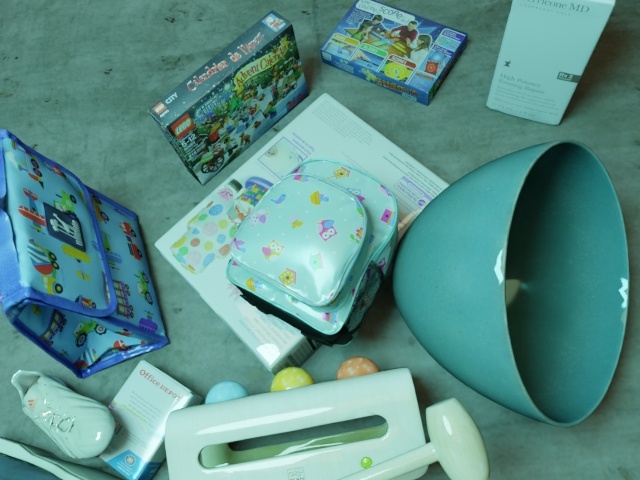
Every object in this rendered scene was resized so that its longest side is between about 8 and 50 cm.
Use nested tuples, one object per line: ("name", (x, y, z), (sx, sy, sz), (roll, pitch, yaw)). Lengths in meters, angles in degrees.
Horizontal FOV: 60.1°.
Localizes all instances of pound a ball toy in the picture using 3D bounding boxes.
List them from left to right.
("pound a ball toy", (-0.005, 0.200, 0.595), (0.318, 0.208, 0.136), (-12, 76, 3))

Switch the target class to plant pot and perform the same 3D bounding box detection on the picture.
("plant pot", (0.199, 0.043, 0.636), (0.195, 0.290, 0.290), (-1, 60, 48))

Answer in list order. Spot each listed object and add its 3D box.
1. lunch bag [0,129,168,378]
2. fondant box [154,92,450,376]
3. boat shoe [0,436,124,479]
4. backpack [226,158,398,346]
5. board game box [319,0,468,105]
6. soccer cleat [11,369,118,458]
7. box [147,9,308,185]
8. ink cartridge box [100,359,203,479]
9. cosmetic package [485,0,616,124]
("lunch bag", (-0.326, 0.019, 0.681), (0.138, 0.293, 0.221), (-21, 66, -2))
("fondant box", (-0.020, -0.015, 0.763), (0.330, 0.096, 0.238), (-43, 68, -12))
("boat shoe", (-0.323, 0.304, 0.664), (0.254, 0.095, 0.079), (13, 67, 15))
("backpack", (0.000, 0.000, 0.627), (0.165, 0.144, 0.188), (26, 70, 21))
("board game box", (0.119, -0.317, 0.910), (0.201, 0.035, 0.136), (29, 73, 18))
("soccer cleat", (-0.320, 0.210, 0.677), (0.196, 0.076, 0.068), (10, 63, 43))
("box", (-0.126, -0.207, 0.827), (0.233, 0.159, 0.044), (-43, 68, -11))
("ink cartridge box", (-0.223, 0.229, 0.707), (0.088, 0.052, 0.123), (28, 74, 18))
("cosmetic package", (0.309, -0.269, 0.754), (0.117, 0.231, 0.086), (18, 70, 16))
